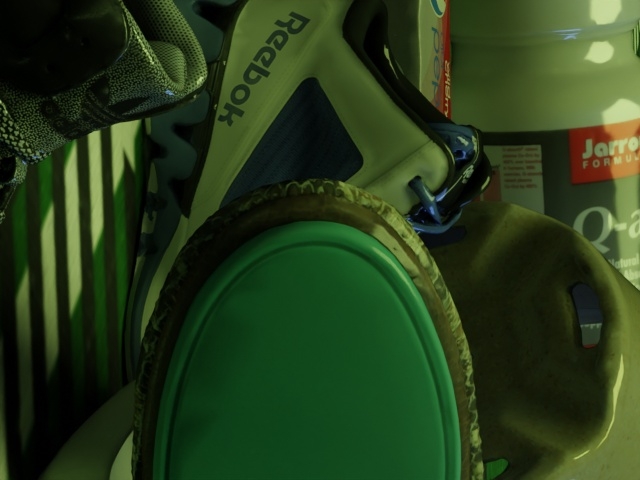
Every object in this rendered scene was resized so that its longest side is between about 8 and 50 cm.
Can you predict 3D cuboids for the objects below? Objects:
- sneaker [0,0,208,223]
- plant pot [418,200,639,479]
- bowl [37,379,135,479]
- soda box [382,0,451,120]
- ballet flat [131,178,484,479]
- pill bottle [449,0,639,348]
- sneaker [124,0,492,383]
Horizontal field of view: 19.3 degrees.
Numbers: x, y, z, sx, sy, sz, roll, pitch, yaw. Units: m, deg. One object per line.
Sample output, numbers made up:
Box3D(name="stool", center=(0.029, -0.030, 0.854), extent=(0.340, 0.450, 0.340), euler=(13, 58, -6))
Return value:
Box3D(name="sneaker", center=(-0.125, -0.028, 0.676), extent=(0.101, 0.153, 0.269), euler=(24, 67, -71))
Box3D(name="plant pot", center=(0.141, 0.138, 1.291), extent=(0.305, 0.333, 0.334), euler=(47, 44, -54))
Box3D(name="bowl", center=(-0.095, 0.143, 0.934), extent=(0.142, 0.053, 0.142), euler=(-50, 137, -65))
Box3D(name="soda box", center=(0.038, -0.142, 1.304), extent=(0.083, 0.092, 0.263), euler=(9, 80, -71))
Box3D(name="ballet flat", center=(0.004, 0.168, 0.936), extent=(0.182, 0.164, 0.483), euler=(-93, 174, -65))
Box3D(name="pill bottle", center=(0.195, -0.047, 1.609), extent=(0.210, 0.210, 0.363), euler=(-38, 126, -68))
Box3D(name="sneaker", center=(0.000, -0.001, 1.029), extent=(0.127, 0.182, 0.316), euler=(10, 80, -71))
